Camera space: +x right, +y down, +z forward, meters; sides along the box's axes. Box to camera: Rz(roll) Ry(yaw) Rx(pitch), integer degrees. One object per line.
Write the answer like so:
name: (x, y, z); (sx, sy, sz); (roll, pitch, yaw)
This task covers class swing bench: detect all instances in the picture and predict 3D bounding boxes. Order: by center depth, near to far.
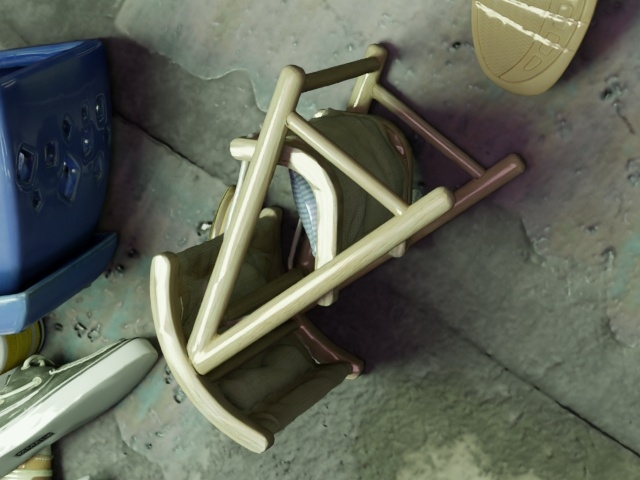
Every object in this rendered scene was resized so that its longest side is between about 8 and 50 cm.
swing bench: (0.000, 0.000, 1.429); (0.165, 0.253, 0.254); (40, 108, 8)

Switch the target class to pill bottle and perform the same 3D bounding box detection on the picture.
pill bottle: (-0.294, 0.090, 1.608); (0.065, 0.116, 0.065); (3, 101, 16)

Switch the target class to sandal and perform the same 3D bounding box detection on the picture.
sandal: (-0.083, 0.042, 1.567); (0.049, 0.072, 0.180); (15, 100, -8)

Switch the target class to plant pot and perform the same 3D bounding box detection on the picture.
plant pot: (-0.306, -0.038, 1.534); (0.236, 0.236, 0.212); (-4, 104, 17)

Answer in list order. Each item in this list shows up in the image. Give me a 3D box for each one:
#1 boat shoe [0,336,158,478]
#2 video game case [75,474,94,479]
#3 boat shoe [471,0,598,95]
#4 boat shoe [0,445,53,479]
boat shoe: (-0.247, 0.138, 1.607); (0.219, 0.078, 0.070); (-33, 72, -1)
video game case: (-0.238, 0.300, 1.665); (0.157, 0.019, 0.143); (-24, 103, 20)
boat shoe: (0.188, -0.249, 1.412); (0.103, 0.092, 0.285); (20, 123, 23)
boat shoe: (-0.335, 0.189, 1.672); (0.190, 0.068, 0.072); (2, 86, 5)
